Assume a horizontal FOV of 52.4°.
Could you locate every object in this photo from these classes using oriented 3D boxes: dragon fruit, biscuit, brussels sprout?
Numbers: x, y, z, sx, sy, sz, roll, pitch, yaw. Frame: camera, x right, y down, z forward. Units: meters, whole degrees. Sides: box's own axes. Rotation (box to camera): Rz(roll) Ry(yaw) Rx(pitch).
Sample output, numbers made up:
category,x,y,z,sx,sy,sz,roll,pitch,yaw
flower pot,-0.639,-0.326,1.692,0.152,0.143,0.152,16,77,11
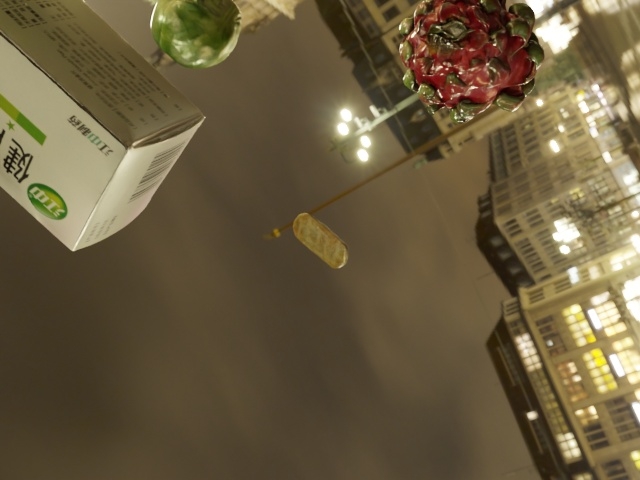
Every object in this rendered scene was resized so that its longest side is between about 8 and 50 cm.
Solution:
category,x,y,z,sx,sy,sz,roll,pitch,yaw
dragon fruit,0.255,-0.293,1.025,0.198,0.272,0.218,-136,45,-72
biscuit,0.000,0.000,1.352,0.147,0.071,0.018,39,-143,18
brussels sprout,-0.206,-0.362,1.091,0.117,0.155,0.155,68,-179,-74

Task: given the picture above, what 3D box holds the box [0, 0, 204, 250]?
category,x,y,z,sx,sy,sz,roll,pitch,yaw
box,-0.318,-0.171,0.721,0.333,0.173,0.145,43,-147,0
